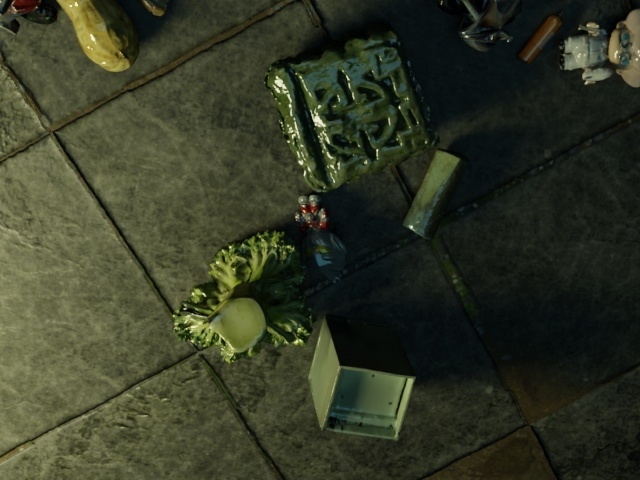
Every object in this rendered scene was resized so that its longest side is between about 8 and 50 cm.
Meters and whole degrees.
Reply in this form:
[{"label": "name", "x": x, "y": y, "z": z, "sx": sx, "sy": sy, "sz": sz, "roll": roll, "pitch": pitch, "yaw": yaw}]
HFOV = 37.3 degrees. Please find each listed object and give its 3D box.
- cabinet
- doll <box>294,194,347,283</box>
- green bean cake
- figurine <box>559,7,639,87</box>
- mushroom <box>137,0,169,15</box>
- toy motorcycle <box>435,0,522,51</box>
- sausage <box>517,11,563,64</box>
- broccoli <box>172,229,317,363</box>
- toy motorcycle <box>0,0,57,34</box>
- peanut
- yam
[{"label": "cabinet", "x": 0.072, "y": 0.258, "z": 1.771, "sx": 0.145, "sy": 0.206, "sz": 0.150, "roll": 11, "pitch": 109, "yaw": -11}, {"label": "doll", "x": 0.000, "y": 0.000, "z": 1.742, "sx": 0.094, "sy": 0.079, "sz": 0.180, "roll": -9, "pitch": 107, "yaw": 27}, {"label": "green bean cake", "x": 0.051, "y": -0.229, "z": 1.632, "sx": 0.255, "sy": 0.132, "sz": 0.241, "roll": -20, "pitch": 115, "yaw": 0}, {"label": "figurine", "x": 0.535, "y": -0.335, "z": 1.665, "sx": 0.229, "sy": 0.112, "sz": 0.137, "roll": -4, "pitch": 103, "yaw": 8}, {"label": "mushroom", "x": -0.217, "y": -0.467, "z": 1.532, "sx": 0.116, "sy": 0.093, "sz": 0.225, "roll": 32, "pitch": 113, "yaw": -2}, {"label": "toy motorcycle", "x": 0.323, "y": -0.415, "z": 1.608, "sx": 0.270, "sy": 0.106, "sz": 0.159, "roll": -19, "pitch": 116, "yaw": -12}, {"label": "sausage", "x": 0.392, "y": -0.359, "z": 1.675, "sx": 0.031, "sy": 0.031, "sz": 0.107, "roll": 36, "pitch": 101, "yaw": -18}, {"label": "broccoli", "x": -0.111, "y": 0.106, "z": 1.620, "sx": 0.252, "sy": 0.361, "sz": 0.221, "roll": -17, "pitch": 94, "yaw": -20}, {"label": "toy motorcycle", "x": -0.527, "y": -0.385, "z": 1.502, "sx": 0.213, "sy": 0.122, "sz": 0.082, "roll": 9, "pitch": 78, "yaw": -10}, {"label": "peanut", "x": -0.370, "y": -0.377, "z": 1.531, "sx": 0.103, "sy": 0.098, "sz": 0.229, "roll": -5, "pitch": 124, "yaw": 43}, {"label": "yam", "x": 0.210, "y": -0.084, "z": 1.735, "sx": 0.068, "sy": 0.068, "sz": 0.169, "roll": 19, "pitch": 107, "yaw": -13}]
